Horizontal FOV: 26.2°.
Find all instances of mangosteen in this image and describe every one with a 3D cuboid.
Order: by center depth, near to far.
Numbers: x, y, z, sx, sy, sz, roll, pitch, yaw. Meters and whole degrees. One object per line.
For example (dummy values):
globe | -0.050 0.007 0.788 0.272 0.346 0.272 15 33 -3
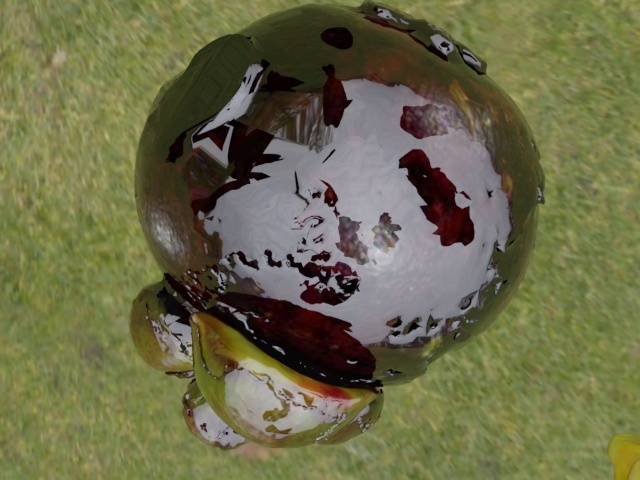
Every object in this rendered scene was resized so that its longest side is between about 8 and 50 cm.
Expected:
mangosteen | -0.005 -0.019 1.244 0.421 0.381 0.381 -47 110 -13

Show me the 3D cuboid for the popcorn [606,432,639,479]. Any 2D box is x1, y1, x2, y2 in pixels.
popcorn | 0.247 0.178 0.659 0.233 0.266 0.192 -23 156 21
